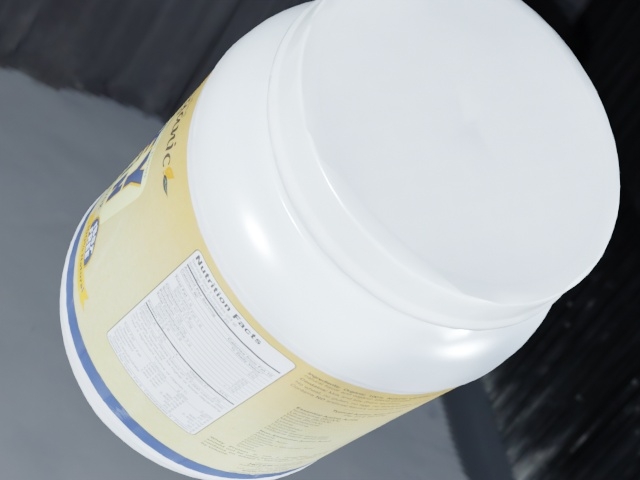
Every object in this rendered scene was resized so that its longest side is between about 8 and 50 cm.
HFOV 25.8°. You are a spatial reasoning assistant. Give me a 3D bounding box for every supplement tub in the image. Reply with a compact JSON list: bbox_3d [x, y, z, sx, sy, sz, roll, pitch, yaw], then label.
[{"bbox_3d":[0.000,0.000,0.818,0.228,0.316,0.228,13,62,-26],"label":"supplement tub"}]
